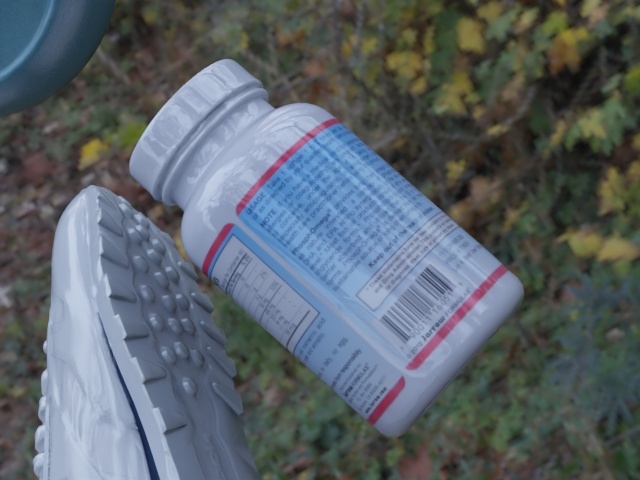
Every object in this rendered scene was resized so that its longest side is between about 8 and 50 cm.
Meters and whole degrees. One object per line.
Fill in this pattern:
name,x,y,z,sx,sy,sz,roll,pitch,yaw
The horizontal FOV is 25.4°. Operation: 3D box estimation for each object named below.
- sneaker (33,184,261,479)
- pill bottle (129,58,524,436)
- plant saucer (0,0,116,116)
sneaker,-0.087,0.082,0.606,0.094,0.235,0.090,-32,-34,22
pill bottle,0.000,0.000,0.593,0.087,0.160,0.087,-46,-9,-9
plant saucer,-0.311,-0.233,1.094,0.317,0.318,0.044,-26,19,24
